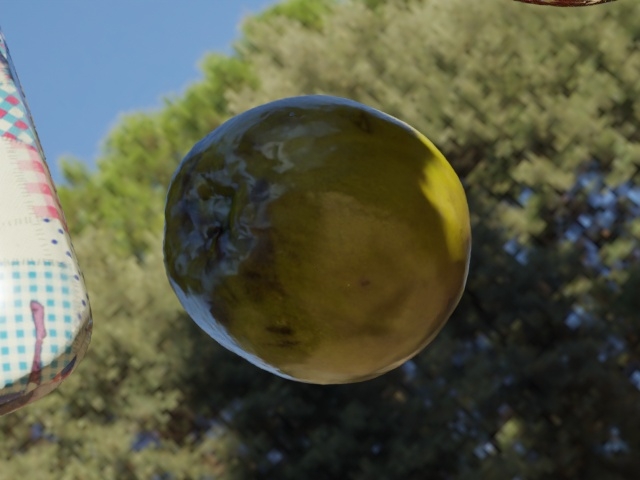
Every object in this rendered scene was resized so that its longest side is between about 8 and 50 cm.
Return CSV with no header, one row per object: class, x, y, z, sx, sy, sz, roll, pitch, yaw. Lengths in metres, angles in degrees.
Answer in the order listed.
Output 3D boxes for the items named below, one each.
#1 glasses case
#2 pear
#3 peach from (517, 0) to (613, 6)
glasses case,-0.219,-0.034,0.973,0.125,0.327,0.076,-21,-37,-5
pear,0.000,0.000,0.884,0.162,0.149,0.149,13,-60,-33
peach,0.125,-0.221,0.907,0.190,0.192,0.190,-20,-58,-34
